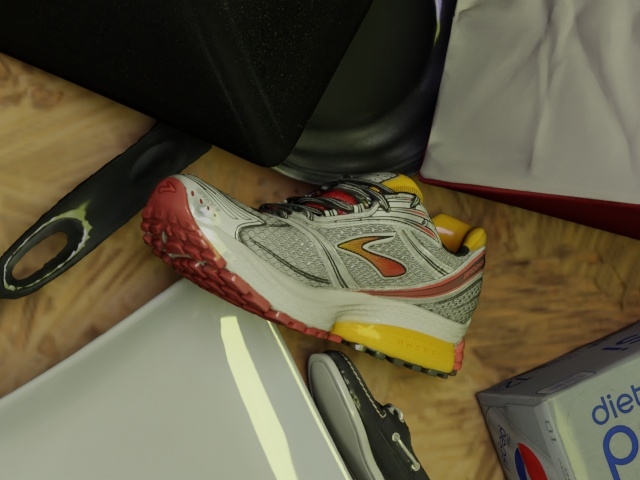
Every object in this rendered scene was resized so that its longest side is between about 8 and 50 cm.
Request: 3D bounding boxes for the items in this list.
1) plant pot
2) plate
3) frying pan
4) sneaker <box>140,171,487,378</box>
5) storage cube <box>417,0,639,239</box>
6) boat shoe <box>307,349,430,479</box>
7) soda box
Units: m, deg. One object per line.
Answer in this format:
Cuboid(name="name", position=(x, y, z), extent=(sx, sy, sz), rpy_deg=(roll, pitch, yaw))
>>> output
Cuboid(name="plant pot", position=(-0.071, -0.175, 0.916), extent=(0.188, 0.167, 0.187), rpy_deg=(24, 77, 17))
Cuboid(name="plate", position=(-0.078, 0.184, 0.956), extent=(0.278, 0.045, 0.277), rpy_deg=(-33, 100, -44))
Cuboid(name="frying pan", position=(-0.019, -0.070, 1.032), extent=(0.197, 0.053, 0.326), rpy_deg=(31, 79, -17))
Cuboid(name="sneaker", position=(0.000, 0.000, 0.987), extent=(0.225, 0.088, 0.093), rpy_deg=(19, 93, -47))
Cuboid(name="storage cube", position=(0.192, -0.091, 1.009), extent=(0.193, 0.215, 0.184), rpy_deg=(13, 89, -37))
Cuboid(name="boat shoe", position=(0.032, 0.110, 1.043), extent=(0.038, 0.046, 0.125), rpy_deg=(-29, 100, -21))
Cuboid(name="soda box", position=(0.239, 0.079, 1.099), extent=(0.286, 0.091, 0.098), rpy_deg=(-21, 95, -20))
